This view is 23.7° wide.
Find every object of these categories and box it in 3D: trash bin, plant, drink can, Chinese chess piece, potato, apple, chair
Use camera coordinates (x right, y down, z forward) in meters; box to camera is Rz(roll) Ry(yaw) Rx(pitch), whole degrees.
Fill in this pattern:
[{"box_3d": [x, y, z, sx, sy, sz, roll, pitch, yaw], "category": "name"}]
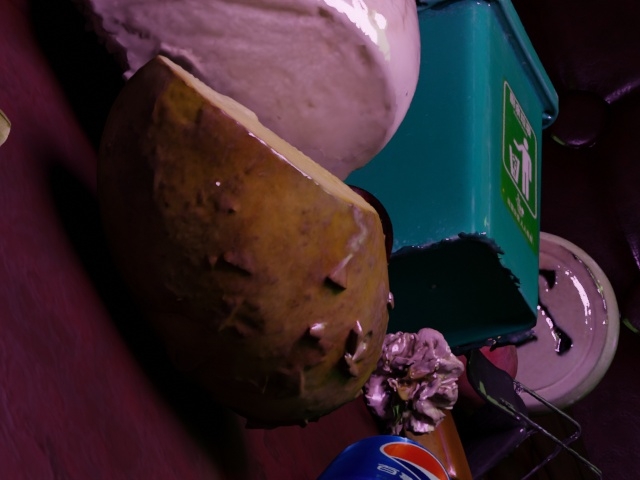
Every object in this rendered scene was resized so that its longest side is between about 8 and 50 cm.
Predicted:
[{"box_3d": [0.101, -0.076, 1.674, 0.259, 0.295, 0.381, 53, 29, -44], "category": "trash bin"}, {"box_3d": [0.091, 0.152, 1.550, 0.122, 0.104, 0.117, -42, 125, -71], "category": "plant"}, {"box_3d": [0.041, 0.220, 1.174, 0.205, 0.118, 0.118, -22, 89, -79], "category": "drink can"}, {"box_3d": [0.272, 0.111, 2.030, 0.101, 0.250, 0.250, 28, 40, -74], "category": "Chinese chess piece"}, {"box_3d": [-0.049, 0.005, 1.038, 0.141, 0.176, 0.298, 40, -19, 53], "category": "potato"}, {"box_3d": [0.182, 0.137, 1.917, 0.153, 0.120, 0.153, -17, 90, -79], "category": "apple"}, {"box_3d": [0.198, 0.226, 1.774, 0.221, 0.145, 0.140, 44, 12, -16], "category": "chair"}]

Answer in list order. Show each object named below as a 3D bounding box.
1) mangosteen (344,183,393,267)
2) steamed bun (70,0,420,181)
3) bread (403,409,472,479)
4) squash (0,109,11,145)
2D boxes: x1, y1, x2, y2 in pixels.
[{"box_3d": [0.000, 0.000, 1.430, 0.140, 0.140, 0.140, 61, 14, -26], "category": "mangosteen"}, {"box_3d": [-0.077, -0.173, 1.170, 0.272, 0.273, 0.290, 39, 22, -33], "category": "steamed bun"}, {"box_3d": [0.115, 0.188, 1.706, 0.088, 0.049, 0.226, 51, 19, -51], "category": "bread"}, {"box_3d": [-0.210, -0.084, 0.866, 0.083, 0.027, 0.027, 54, 18, -48], "category": "squash"}]
